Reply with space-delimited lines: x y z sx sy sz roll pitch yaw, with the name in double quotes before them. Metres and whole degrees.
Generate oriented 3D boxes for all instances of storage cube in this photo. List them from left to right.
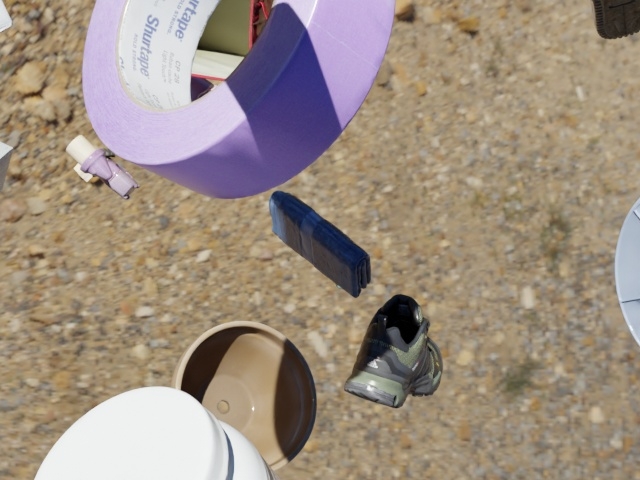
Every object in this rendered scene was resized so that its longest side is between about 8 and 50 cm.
"storage cube" -0.159 -0.368 1.758 0.193 0.215 0.183 -48 145 -63

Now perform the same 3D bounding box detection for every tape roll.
"tape roll" -0.074 -0.177 0.909 0.090 0.275 0.275 26 70 -46

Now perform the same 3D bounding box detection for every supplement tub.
"supplement tub" -0.102 0.270 0.935 0.191 0.191 0.272 -54 134 -24

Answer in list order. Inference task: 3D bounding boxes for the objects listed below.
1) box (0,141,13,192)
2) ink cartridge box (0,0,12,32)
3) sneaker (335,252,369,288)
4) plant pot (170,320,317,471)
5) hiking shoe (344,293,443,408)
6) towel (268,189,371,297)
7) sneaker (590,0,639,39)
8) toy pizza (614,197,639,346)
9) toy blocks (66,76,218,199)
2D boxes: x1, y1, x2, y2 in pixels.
"box" -0.523 -0.103 1.611 0.101 0.087 0.102 26 32 0
"ink cartridge box" -0.442 -0.310 1.199 0.056 0.181 0.224 -37 110 -39
"sneaker" 0.048 0.027 1.850 0.069 0.038 0.098 -17 106 -8
"plant pot" -0.134 0.252 1.717 0.237 0.110 0.237 10 68 -27
"hiking shoe" 0.102 0.120 1.276 0.227 0.086 0.114 -14 122 -71
"towel" 0.000 0.000 1.062 0.119 0.067 0.029 39 65 25
"sneaker" 0.149 -0.157 0.566 0.042 0.118 0.067 -12 73 8
"toy pizza" 0.345 0.040 0.986 0.032 0.201 0.201 -12 89 -30
"toy blocks" -0.274 -0.157 2.053 0.260 0.288 0.309 43 95 1
